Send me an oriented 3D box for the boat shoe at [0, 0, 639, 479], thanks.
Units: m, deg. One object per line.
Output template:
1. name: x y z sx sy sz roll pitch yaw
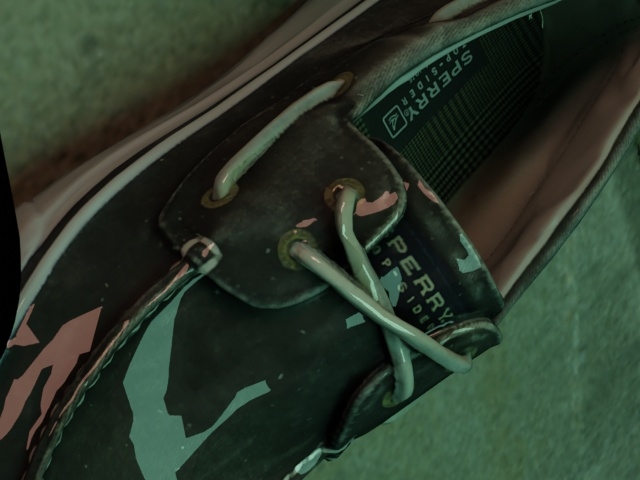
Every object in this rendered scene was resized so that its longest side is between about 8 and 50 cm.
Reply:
1. boat shoe: 0.000 0.000 0.525 0.335 0.119 0.121 -52 121 -31

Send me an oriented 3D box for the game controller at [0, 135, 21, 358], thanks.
1. game controller: -0.192 0.039 0.337 0.319 0.067 0.166 -35 127 -35
